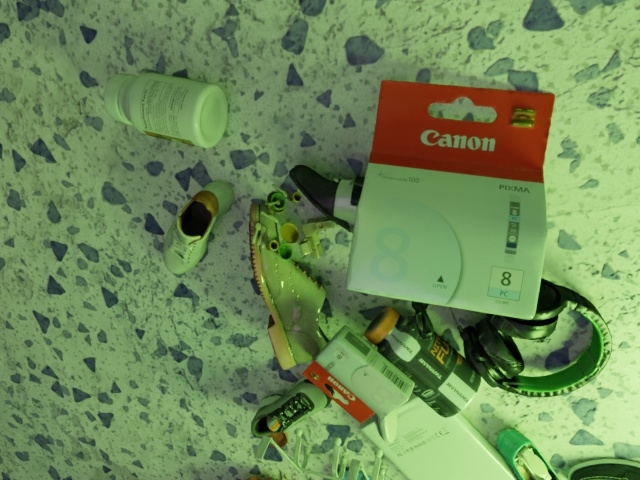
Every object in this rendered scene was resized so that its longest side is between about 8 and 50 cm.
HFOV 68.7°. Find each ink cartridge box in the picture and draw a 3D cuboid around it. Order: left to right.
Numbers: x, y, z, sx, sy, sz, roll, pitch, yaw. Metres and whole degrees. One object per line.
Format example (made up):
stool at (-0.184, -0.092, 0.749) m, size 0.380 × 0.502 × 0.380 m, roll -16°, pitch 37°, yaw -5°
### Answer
ink cartridge box at (0.064, 0.313, 1.014) m, size 0.189 × 0.066 × 0.232 m, roll 39°, pitch 127°, yaw 6°
ink cartridge box at (0.224, -0.081, 0.799) m, size 0.309 × 0.091 × 0.384 m, roll 8°, pitch 93°, yaw 10°

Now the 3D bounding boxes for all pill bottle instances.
pill bottle at (-0.323, -0.278, 0.977) m, size 0.230 × 0.131 × 0.131 m, roll 15°, pitch 116°, yaw 14°
pill bottle at (0.212, 0.252, 1.007) m, size 0.246 × 0.130 × 0.130 m, roll 41°, pitch 119°, yaw -1°

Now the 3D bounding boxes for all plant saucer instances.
plant saucer at (-0.129, 0.551, 1.326) m, size 0.084 × 0.013 × 0.083 m, roll 8°, pitch 114°, yaw 18°

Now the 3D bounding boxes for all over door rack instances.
over door rack at (0.020, 0.531, 1.144) m, size 0.240 × 0.108 × 0.324 m, roll 5°, pitch 152°, yaw 21°

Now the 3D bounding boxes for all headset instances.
headset at (0.359, 0.187, 0.895) m, size 0.395 × 0.185 × 0.243 m, roll 23°, pitch 118°, yaw -1°

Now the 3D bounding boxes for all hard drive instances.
hard drive at (0.298, 0.527, 1.141) m, size 0.353 × 0.047 × 0.233 m, roll 46°, pitch 119°, yaw -3°

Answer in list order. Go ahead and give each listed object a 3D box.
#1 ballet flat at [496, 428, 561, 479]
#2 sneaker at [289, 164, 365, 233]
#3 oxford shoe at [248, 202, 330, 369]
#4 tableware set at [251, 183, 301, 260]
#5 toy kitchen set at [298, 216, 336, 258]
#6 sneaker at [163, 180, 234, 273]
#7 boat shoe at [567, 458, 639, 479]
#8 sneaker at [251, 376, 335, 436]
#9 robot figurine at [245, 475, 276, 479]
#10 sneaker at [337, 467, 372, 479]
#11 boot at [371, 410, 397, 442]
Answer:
ballet flat at (0.489, 0.532, 1.042) m, size 0.083 × 0.087 × 0.247 m, roll -39°, pitch 95°, yaw -5°
sneaker at (0.096, -0.077, 0.932) m, size 0.331 × 0.122 × 0.146 m, roll 35°, pitch 101°, yaw 4°
oxford shoe at (-0.069, 0.095, 1.066) m, size 0.147 × 0.140 × 0.396 m, roll -13°, pitch 108°, yaw -2°
tableware set at (-0.079, -0.039, 0.987) m, size 0.104 × 0.154 × 0.024 m, roll 32°, pitch 151°, yaw -30°
toy kitchen set at (0.000, 0.000, 1.011) m, size 0.075 × 0.068 × 0.083 m, roll -7°, pitch 109°, yaw 26°
sneaker at (-0.317, -0.015, 1.093) m, size 0.106 × 0.123 × 0.290 m, roll 37°, pitch 120°, yaw 0°
boat shoe at (0.689, 0.536, 0.976) m, size 0.303 × 0.091 × 0.114 m, roll -6°, pitch 109°, yaw 22°
sneaker at (-0.072, 0.436, 1.204) m, size 0.272 × 0.108 × 0.100 m, roll -37°, pitch 94°, yaw 27°
robot figurine at (-0.174, 0.794, 1.380) m, size 0.158 × 0.128 × 0.219 m, roll 36°, pitch 120°, yaw -12°
sneaker at (0.128, 0.692, 1.255) m, size 0.210 × 0.082 × 0.069 m, roll 28°, pitch 120°, yaw 9°
boot at (0.123, 0.376, 1.105) m, size 0.086 × 0.069 × 0.189 m, roll -15°, pitch 74°, yaw 31°
